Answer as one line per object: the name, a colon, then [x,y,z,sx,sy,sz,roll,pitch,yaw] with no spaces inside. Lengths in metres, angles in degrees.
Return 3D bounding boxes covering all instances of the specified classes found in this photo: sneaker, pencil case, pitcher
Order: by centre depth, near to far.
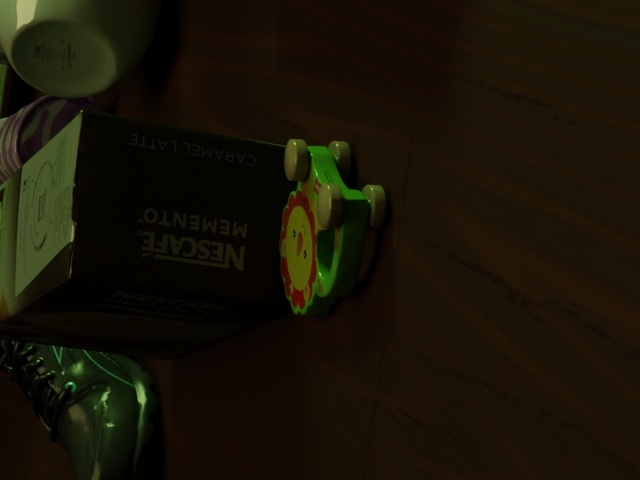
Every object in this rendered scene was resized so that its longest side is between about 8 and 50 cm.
sneaker: [-0.185,0.098,1.361,0.267,0.106,0.101,-110,35,-48]
pitcher: [-0.180,-0.193,1.453,0.178,0.125,0.207,94,180,-50]
pencil case: [-0.238,-0.075,1.596,0.088,0.086,0.206,-62,19,-12]

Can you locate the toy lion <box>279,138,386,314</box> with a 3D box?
toy lion: [0.000,0.000,1.019,0.100,0.034,0.096,-125,40,-60]

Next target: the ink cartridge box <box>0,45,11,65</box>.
ink cartridge box: [-0.247,-0.230,1.583,0.235,0.056,0.171,5,-87,-89]

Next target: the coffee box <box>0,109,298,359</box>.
coffee box: [-0.118,0.005,1.166,0.246,0.141,0.098,153,122,-66]

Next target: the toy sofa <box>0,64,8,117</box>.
toy sofa: [-0.365,-0.247,1.850,0.150,0.177,0.362,-173,91,-70]
